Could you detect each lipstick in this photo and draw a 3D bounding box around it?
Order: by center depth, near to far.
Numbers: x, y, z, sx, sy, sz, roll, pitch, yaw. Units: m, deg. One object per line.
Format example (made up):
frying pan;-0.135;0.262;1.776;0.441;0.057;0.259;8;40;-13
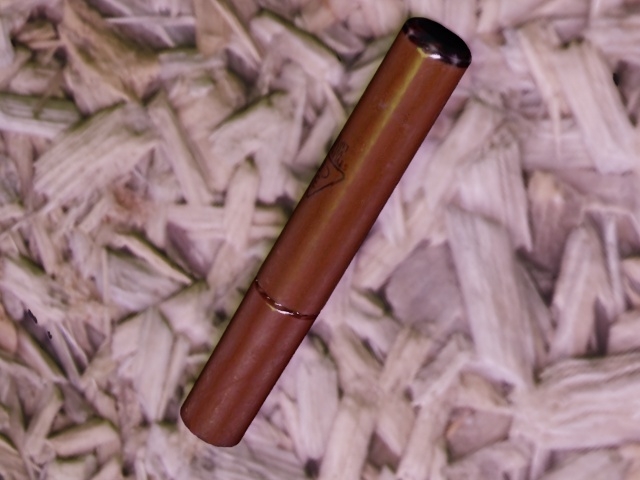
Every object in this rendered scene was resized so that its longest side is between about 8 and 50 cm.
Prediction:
lipstick;0.000;0.000;1.360;0.057;0.057;0.357;41;117;22
